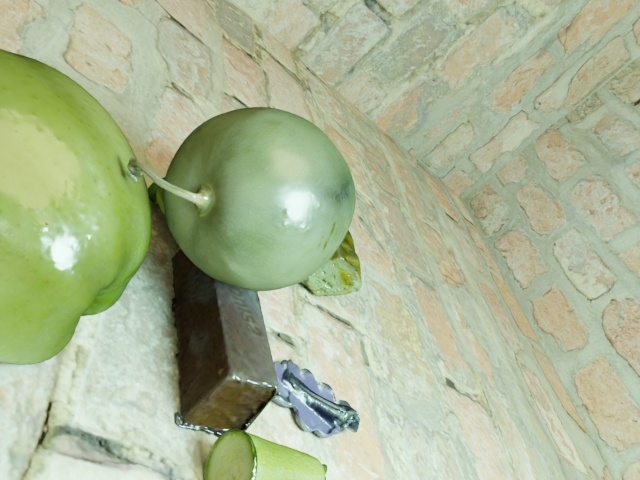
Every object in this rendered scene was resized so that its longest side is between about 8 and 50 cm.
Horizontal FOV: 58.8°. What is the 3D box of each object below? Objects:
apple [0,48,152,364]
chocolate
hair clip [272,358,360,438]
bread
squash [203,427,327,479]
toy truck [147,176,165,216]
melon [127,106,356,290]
[{"bbox_3d":[-0.370,-0.050,0.693,0.320,0.311,0.360,-40,95,-26],"label":"apple"},{"bbox_3d":[-0.145,0.123,0.844,0.111,0.112,0.321,26,32,-36],"label":"chocolate"},{"bbox_3d":[-0.010,0.263,0.944,0.195,0.052,0.124,37,20,-14],"label":"hair clip"},{"bbox_3d":[0.000,0.000,1.257,0.152,0.130,0.268,28,29,-30],"label":"bread"},{"bbox_3d":[-0.052,0.312,0.769,0.224,0.094,0.094,30,29,-49],"label":"squash"},{"bbox_3d":[-0.177,-0.087,1.014,0.148,0.210,0.187,52,8,13],"label":"toy truck"},{"bbox_3d":[-0.078,-0.060,0.802,0.272,0.271,0.308,46,32,-6],"label":"melon"}]
